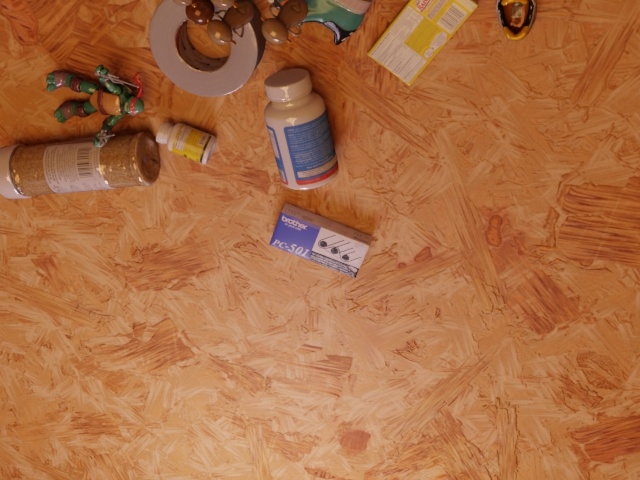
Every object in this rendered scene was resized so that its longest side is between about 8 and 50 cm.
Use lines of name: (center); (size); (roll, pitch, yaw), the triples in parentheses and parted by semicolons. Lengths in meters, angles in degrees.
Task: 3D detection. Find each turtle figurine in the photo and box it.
turtle figurine: (-0.451, -0.284, 1.841); (0.234, 0.118, 0.175); (12, 112, 24)

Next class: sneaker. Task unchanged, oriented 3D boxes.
sneaker: (-0.062, -0.461, 1.630); (0.302, 0.108, 0.121); (27, 121, -7)
sneaker: (0.344, -0.454, 1.546); (0.088, 0.092, 0.225); (-4, 122, 16)

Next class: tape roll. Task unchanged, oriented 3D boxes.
tape roll: (-0.219, -0.395, 1.736); (0.219, 0.072, 0.219); (6, 124, 9)

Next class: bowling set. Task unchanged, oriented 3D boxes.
bowling set: (-0.182, -0.412, 1.557); (0.287, 0.154, 0.200); (41, 135, -9)

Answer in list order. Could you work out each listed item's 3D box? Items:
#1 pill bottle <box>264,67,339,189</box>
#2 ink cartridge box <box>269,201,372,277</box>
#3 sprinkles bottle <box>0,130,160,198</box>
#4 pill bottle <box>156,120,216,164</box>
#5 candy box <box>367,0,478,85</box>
pill bottle: (-0.042, -0.223, 1.776); (0.124, 0.124, 0.221); (-3, 123, 16)
ink cartridge box: (0.000, 0.000, 1.964); (0.207, 0.046, 0.097); (21, 125, -1)
sprinkles bottle: (-0.532, -0.162, 1.938); (0.356, 0.121, 0.121); (-4, 122, 16)
pill bottle: (-0.284, -0.210, 1.880); (0.116, 0.065, 0.065); (22, 126, -1)
candy box: (0.189, -0.396, 1.663); (0.105, 0.027, 0.206); (37, 124, -9)
